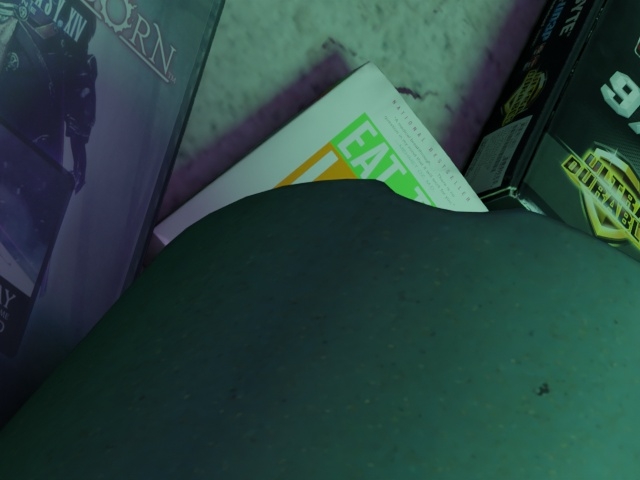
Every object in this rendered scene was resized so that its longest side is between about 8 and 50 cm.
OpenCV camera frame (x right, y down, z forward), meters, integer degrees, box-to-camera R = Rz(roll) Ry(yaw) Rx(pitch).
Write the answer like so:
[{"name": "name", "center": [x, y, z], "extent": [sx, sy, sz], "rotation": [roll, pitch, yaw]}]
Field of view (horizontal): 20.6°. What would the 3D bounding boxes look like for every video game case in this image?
[{"name": "video game case", "center": [-0.119, -0.056, 0.602], "extent": [0.196, 0.026, 0.274], "rotation": [43, 54, -45]}]

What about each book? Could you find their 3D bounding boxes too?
[{"name": "book", "center": [0.000, 0.000, 0.724], "extent": [0.144, 0.035, 0.096], "rotation": [-42, 100, -38]}]

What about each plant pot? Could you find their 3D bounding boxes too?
[{"name": "plant pot", "center": [-0.016, 0.178, 0.473], "extent": [0.341, 0.341, 0.334], "rotation": [48, 46, -18]}]

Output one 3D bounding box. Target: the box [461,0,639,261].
[{"name": "box", "center": [0.173, -0.009, 0.853], "extent": [0.220, 0.051, 0.175], "rotation": [44, 54, -20]}]
